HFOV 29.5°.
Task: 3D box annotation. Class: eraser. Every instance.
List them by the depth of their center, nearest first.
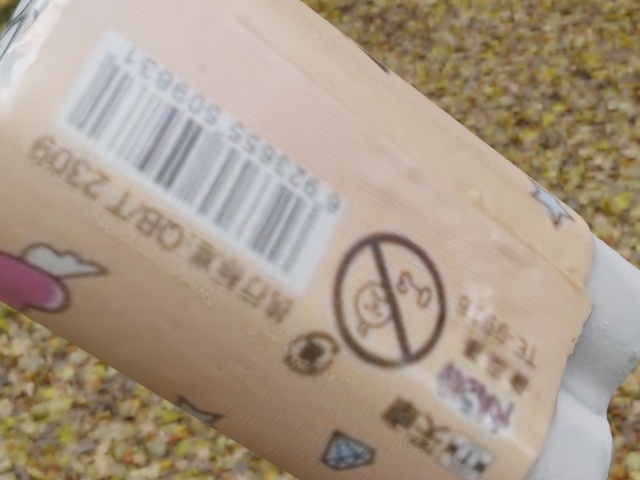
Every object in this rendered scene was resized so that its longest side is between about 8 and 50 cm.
[{"bbox_3d":[0.000,0.000,0.488,0.087,0.290,0.171,-17,43,58],"label":"eraser"}]
